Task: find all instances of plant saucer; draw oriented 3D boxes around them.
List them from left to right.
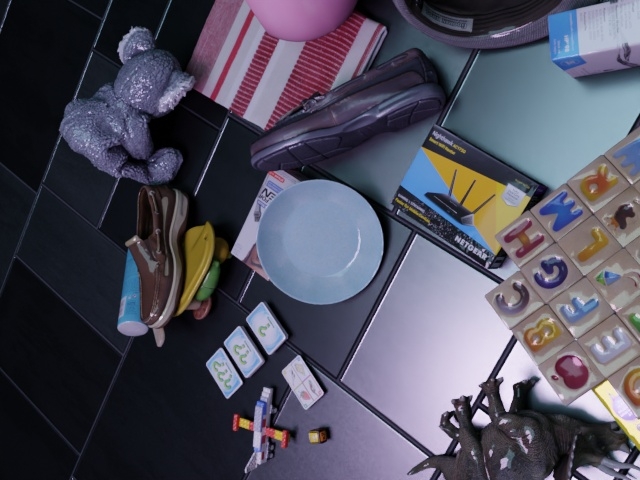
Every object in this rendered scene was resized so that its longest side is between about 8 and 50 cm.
[{"bbox_3d":[0.000,0.000,1.185,0.195,0.037,0.195,1,104,6],"label":"plant saucer"}]

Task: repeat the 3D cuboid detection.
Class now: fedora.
[{"bbox_3d":[0.224,-0.372,1.003,0.275,0.243,0.124,-13,52,41],"label":"fedora"}]

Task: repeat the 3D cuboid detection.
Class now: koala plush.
[{"bbox_3d":[-0.313,-0.235,1.327,0.221,0.203,0.196,-48,66,22],"label":"koala plush"}]

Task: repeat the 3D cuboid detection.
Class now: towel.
[{"bbox_3d":[-0.068,-0.302,1.273,0.329,0.037,0.237,33,104,28],"label":"towel"}]

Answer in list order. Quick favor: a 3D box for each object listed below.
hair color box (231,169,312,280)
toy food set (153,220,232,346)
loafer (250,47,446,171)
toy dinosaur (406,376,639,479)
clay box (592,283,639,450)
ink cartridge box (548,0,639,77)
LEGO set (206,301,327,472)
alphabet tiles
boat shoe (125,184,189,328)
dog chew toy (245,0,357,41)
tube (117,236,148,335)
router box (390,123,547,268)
[{"bbox_3d":[-0.067,-0.029,1.250,0.093,0.053,0.167,34,107,28],"label":"hair color box"},{"bbox_3d":[-0.216,0.072,1.342,0.218,0.071,0.128,-59,36,14],"label":"toy food set"},{"bbox_3d":[0.031,-0.190,1.147,0.302,0.109,0.095,-19,74,14],"label":"loafer"},{"bbox_3d":[0.230,0.278,1.009,0.313,0.121,0.160,-30,59,24],"label":"toy dinosaur"},{"bbox_3d":[0.392,0.153,0.946,0.127,0.053,0.222,-45,67,22],"label":"clay box"},{"bbox_3d":[0.380,-0.251,0.937,0.180,0.104,0.060,-4,86,33],"label":"ink cartridge box"},{"bbox_3d":[-0.093,0.250,1.257,0.182,0.060,0.244,-47,66,27],"label":"LEGO set"},{"bbox_3d":[0.382,0.031,0.929,0.342,0.011,0.285,-39,62,13],"label":"alphabet tiles"},{"bbox_3d":[-0.292,0.022,1.322,0.095,0.095,0.257,-30,50,42],"label":"boat shoe"},{"bbox_3d":[0.031,-0.437,1.112,0.332,0.206,0.207,-34,70,7],"label":"dog chew toy"},{"bbox_3d":[-0.328,0.068,1.391,0.080,0.052,0.207,-22,52,27],"label":"tube"},{"bbox_3d":[0.203,-0.062,1.080,0.179,0.046,0.133,36,107,29],"label":"router box"}]
